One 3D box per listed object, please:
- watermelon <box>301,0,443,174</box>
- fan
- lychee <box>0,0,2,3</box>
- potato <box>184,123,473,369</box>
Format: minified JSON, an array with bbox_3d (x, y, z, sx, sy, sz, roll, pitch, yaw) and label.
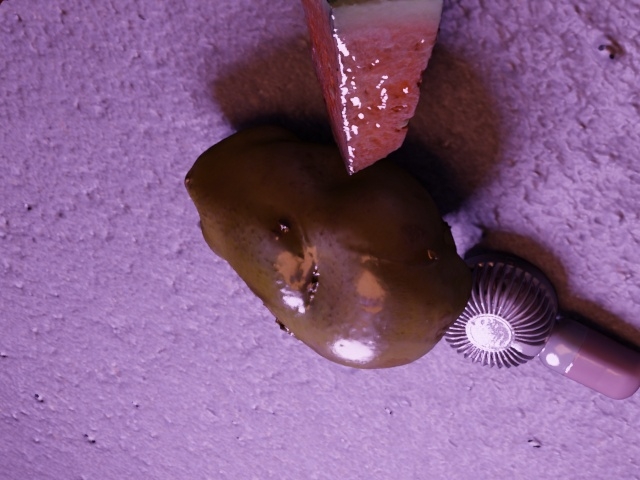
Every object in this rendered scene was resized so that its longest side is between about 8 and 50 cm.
[{"bbox_3d":[0.044,-0.188,1.652,0.140,0.193,0.256,-5,132,-5],"label":"watermelon"},{"bbox_3d":[0.246,0.105,1.886,0.244,0.074,0.130,27,130,-2],"label":"fan"},{"bbox_3d":[-0.376,-0.318,1.748,0.194,0.194,0.194,18,139,16],"label":"lychee"},{"bbox_3d":[0.002,-0.003,1.832,0.351,0.202,0.218,24,141,27],"label":"potato"}]
